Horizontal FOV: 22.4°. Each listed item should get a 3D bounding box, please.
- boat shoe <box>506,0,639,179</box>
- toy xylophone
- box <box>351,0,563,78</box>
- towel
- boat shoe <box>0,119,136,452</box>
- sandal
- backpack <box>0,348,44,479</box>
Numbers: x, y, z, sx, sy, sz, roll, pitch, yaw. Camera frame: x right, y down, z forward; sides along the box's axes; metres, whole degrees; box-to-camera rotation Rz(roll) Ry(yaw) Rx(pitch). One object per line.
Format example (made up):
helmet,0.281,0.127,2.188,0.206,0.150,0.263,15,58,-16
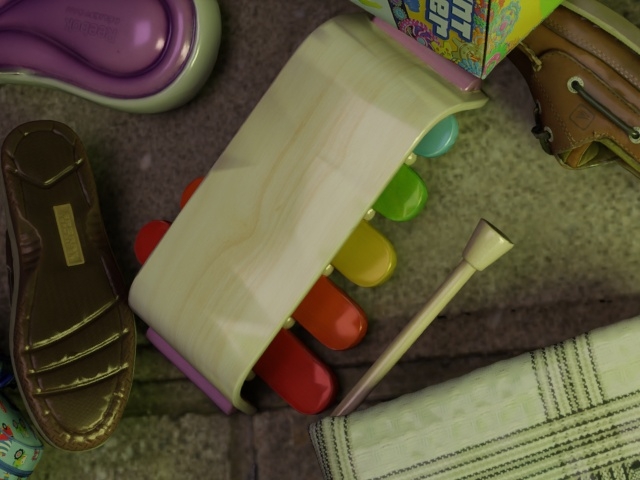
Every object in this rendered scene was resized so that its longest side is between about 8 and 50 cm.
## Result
boat shoe,0.183,-0.096,1.075,0.307,0.110,0.104,33,98,24
toy xylophone,0.000,0.000,1.166,0.323,0.081,0.236,-46,71,14
box,0.087,-0.304,1.030,0.279,0.177,0.290,34,61,23
towel,0.182,0.219,1.038,0.324,0.056,0.312,-17,78,7
boat shoe,-0.198,0.040,1.254,0.095,0.095,0.257,-3,75,-15
sandal,-0.271,-0.201,1.297,0.416,0.102,0.169,8,89,25
backpack,-0.284,0.131,1.249,0.173,0.158,0.117,41,84,9
